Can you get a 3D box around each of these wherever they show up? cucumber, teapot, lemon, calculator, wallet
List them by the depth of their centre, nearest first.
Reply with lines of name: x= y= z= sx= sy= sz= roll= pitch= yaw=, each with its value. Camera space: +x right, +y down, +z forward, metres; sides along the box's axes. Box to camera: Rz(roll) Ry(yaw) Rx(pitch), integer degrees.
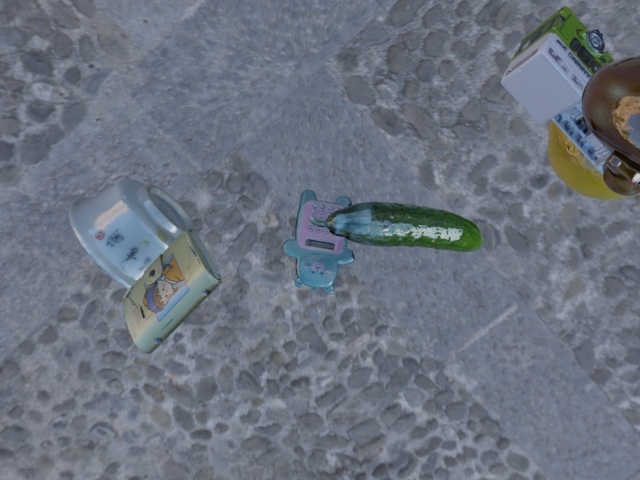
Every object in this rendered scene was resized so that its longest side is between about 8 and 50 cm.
teapot: x=0.202 y=-0.061 z=0.356 sx=0.129 sy=0.098 sz=0.078 roll=-9 pitch=134 yaw=-44
cucumber: x=0.104 y=-0.017 z=0.749 sx=0.250 sy=0.056 sz=0.056 roll=4 pitch=107 yaw=-24
calculator: x=0.000 y=0.000 z=0.778 sx=0.094 sy=0.019 sz=0.141 roll=9 pitch=66 yaw=-4
wallet: x=-0.216 y=0.069 z=0.857 sx=0.155 sy=0.110 sz=0.039 roll=-45 pitch=142 yaw=12
lemon: x=0.578 y=-0.190 z=1.199 sx=0.253 sy=0.228 sz=0.228 roll=28 pitch=104 yaw=-35

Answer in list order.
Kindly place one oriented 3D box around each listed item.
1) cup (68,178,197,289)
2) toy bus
cup: x=-0.420 y=-0.024 z=1.488 sx=0.163 sy=0.347 sz=0.347 roll=-42 pitch=103 yaw=7
toy bus: x=0.427 y=-0.207 z=0.943 sx=0.302 sy=0.113 sz=0.139 roll=44 pitch=59 yaw=-7
